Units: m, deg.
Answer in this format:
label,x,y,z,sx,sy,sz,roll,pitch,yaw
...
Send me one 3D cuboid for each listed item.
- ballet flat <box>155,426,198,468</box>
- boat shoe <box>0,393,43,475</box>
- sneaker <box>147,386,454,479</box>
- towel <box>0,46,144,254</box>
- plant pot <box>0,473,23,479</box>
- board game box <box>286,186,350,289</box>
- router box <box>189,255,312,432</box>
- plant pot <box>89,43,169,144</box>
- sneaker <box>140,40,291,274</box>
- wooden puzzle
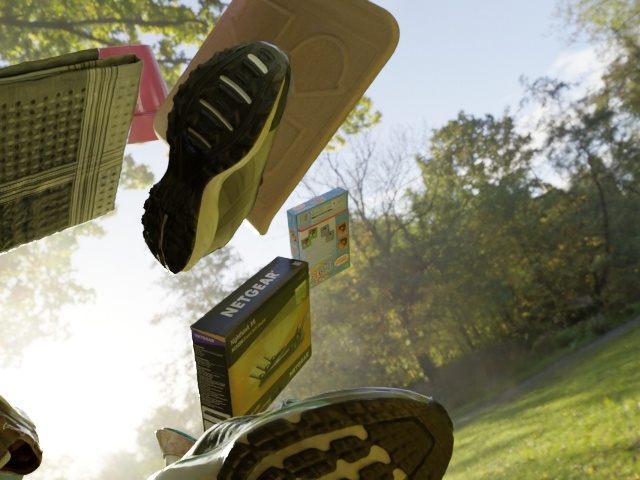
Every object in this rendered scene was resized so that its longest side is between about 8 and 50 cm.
label,x,y,z,sx,sy,sz,roll,pitch,yaw
ballet flat,-0.248,0.488,1.183,0.106,0.316,0.108,-56,-35,-40
boat shoe,-0.439,0.258,0.736,0.095,0.095,0.257,-35,-24,-11
sneaker,-0.038,0.221,0.622,0.410,0.158,0.182,-29,14,30
towel,-0.396,-0.108,0.760,0.312,0.056,0.324,-31,-19,-45
plant pot,-0.699,0.330,0.953,0.341,0.334,0.341,-12,27,6
board game box,0.000,0.000,1.304,0.160,0.039,0.212,-27,-53,-34
router box,-0.122,0.204,1.118,0.081,0.243,0.309,11,28,24
plant pot,-0.385,-0.288,1.115,0.201,0.180,0.201,-5,17,2
sneaker,-0.101,-0.085,0.589,0.108,0.100,0.271,-24,-26,-52
wooden puzzle,-0.077,-0.225,0.851,0.348,0.322,0.080,-56,-33,12
